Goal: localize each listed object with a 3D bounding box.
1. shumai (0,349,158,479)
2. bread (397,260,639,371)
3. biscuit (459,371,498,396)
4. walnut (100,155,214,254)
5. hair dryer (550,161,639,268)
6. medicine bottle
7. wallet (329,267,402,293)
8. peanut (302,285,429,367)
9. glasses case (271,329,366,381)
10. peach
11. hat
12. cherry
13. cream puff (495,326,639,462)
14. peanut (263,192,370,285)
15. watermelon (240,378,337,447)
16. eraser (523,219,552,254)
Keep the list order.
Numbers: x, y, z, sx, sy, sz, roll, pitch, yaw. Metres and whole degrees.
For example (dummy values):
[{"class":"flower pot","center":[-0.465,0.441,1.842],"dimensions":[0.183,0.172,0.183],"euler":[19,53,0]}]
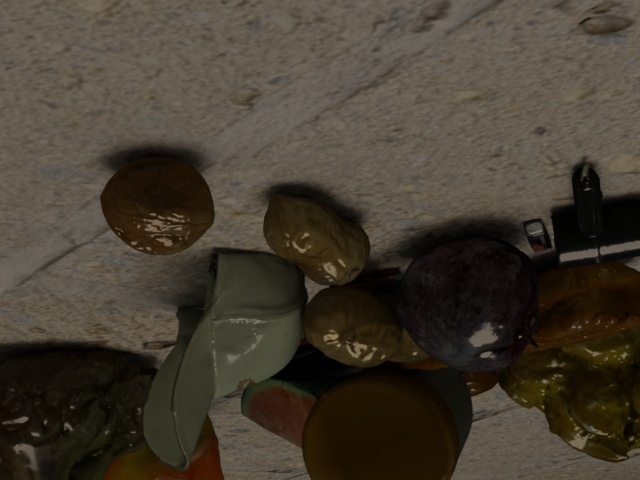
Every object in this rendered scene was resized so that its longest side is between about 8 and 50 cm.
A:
[{"class":"shumai","center":[-0.395,0.326,2.048],"dimensions":[0.217,0.283,0.346],"euler":[-19,155,35]},{"class":"bread","center":[0.289,0.116,1.934],"dimensions":[0.380,0.109,0.185],"euler":[-20,167,40]},{"class":"biscuit","center":[0.204,0.242,2.309],"dimensions":[0.220,0.066,0.220],"euler":[-8,162,-3]},{"class":"walnut","center":[-0.172,-0.038,1.388],"dimensions":[0.124,0.105,0.105],"euler":[6,157,-18]},{"class":"hair dryer","center":[0.338,-0.040,1.596],"dimensions":[0.124,0.072,0.219],"euler":[-12,151,11]},{"class":"medicine bottle","center":[0.112,0.300,2.085],"dimensions":[0.237,0.238,0.232],"euler":[-12,-174,17]},{"class":"wallet","center":[0.070,0.090,1.902],"dimensions":[0.103,0.020,0.196],"euler":[-16,158,-1]},{"class":"peanut","center":[0.074,0.120,1.795],"dimensions":[0.101,0.117,0.263],"euler":[-39,156,25]},{"class":"glasses case","center":[-0.024,0.178,2.019],"dimensions":[0.103,0.067,0.266],"euler":[18,161,-32]},{"class":"peach","center":[-0.336,0.416,2.379],"dimensions":[0.306,0.243,0.380],"euler":[-5,161,-15]},{"class":"hat","center":[-0.122,0.168,1.752],"dimensions":[0.168,0.302,0.258],"euler":[21,156,-8]},{"class":"cherry","center":[0.193,0.081,1.712],"dimensions":[0.195,0.195,0.195],"euler":[-5,160,-2]},{"class":"cream puff","center":[0.451,0.231,2.086],"dimensions":[0.324,0.257,0.291],"euler":[-5,157,-5]},{"class":"peanut","center":[0.000,0.000,1.565],"dimensions":[0.099,0.100,0.214],"euler":[-14,153,20]},{"class":"watermelon","center":[-0.058,0.263,2.268],"dimensions":[0.146,0.128,0.231],"euler":[22,143,2]},{"class":"eraser","center":[0.287,-0.003,1.728],"dimensions":[0.027,0.019,0.099],"euler":[-11,160,13]}]
